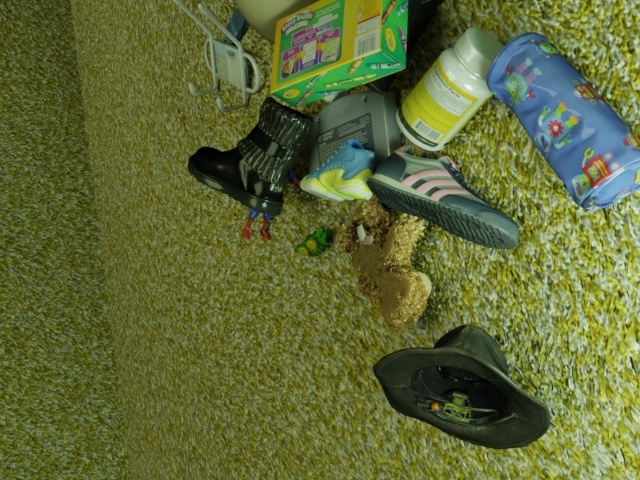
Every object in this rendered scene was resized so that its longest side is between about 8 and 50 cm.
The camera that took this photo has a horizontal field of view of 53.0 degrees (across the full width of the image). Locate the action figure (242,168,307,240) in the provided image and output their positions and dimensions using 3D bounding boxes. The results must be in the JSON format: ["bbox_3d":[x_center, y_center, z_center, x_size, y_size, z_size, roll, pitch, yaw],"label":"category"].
[{"bbox_3d":[-0.119,-0.100,1.691,0.139,0.092,0.280,56,135,44],"label":"action figure"}]

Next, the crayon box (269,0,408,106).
[{"bbox_3d":[0.031,-0.377,1.227,0.279,0.081,0.165,-9,70,41],"label":"crayon box"}]

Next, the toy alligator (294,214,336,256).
[{"bbox_3d":[0.000,0.000,1.571,0.051,0.056,0.190,42,138,-10],"label":"toy alligator"}]

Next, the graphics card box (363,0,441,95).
[{"bbox_3d":[0.060,-0.479,1.361,0.371,0.094,0.232,43,105,43],"label":"graphics card box"}]

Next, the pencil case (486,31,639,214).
[{"bbox_3d":[0.375,-0.179,0.984,0.306,0.120,0.133,63,144,29],"label":"pencil case"}]

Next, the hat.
[{"bbox_3d":[0.256,0.234,1.124,0.331,0.331,0.133,-25,32,52],"label":"hat"}]

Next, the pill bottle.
[{"bbox_3d":[0.240,-0.271,1.161,0.208,0.119,0.119,-50,54,43],"label":"pill bottle"}]

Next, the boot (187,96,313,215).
[{"bbox_3d":[-0.177,-0.239,1.599,0.348,0.131,0.260,28,108,34],"label":"boot"}]

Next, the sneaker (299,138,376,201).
[{"bbox_3d":[0.047,-0.152,1.395,0.240,0.091,0.126,11,82,54],"label":"sneaker"}]

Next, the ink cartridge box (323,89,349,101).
[{"bbox_3d":[0.012,-0.401,1.508,0.150,0.063,0.109,43,125,44],"label":"ink cartridge box"}]

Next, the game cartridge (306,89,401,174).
[{"bbox_3d":[0.071,-0.227,1.453,0.294,0.060,0.195,-11,87,53],"label":"game cartridge"}]

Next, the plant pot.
[{"bbox_3d":[-0.102,-0.589,1.355,0.284,0.191,0.283,-20,60,39],"label":"plant pot"}]

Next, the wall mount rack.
[{"bbox_3d":[-0.311,-0.544,1.841,0.350,0.131,0.304,36,138,47],"label":"wall mount rack"}]

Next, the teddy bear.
[{"bbox_3d":[0.140,0.033,1.352,0.338,0.113,0.245,44,120,52],"label":"teddy bear"}]

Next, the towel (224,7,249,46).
[{"bbox_3d":[-0.241,-0.625,1.866,0.119,0.029,0.067,-43,60,48],"label":"towel"}]

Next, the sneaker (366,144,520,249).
[{"bbox_3d":[0.241,-0.094,1.190,0.319,0.112,0.131,29,73,31],"label":"sneaker"}]
